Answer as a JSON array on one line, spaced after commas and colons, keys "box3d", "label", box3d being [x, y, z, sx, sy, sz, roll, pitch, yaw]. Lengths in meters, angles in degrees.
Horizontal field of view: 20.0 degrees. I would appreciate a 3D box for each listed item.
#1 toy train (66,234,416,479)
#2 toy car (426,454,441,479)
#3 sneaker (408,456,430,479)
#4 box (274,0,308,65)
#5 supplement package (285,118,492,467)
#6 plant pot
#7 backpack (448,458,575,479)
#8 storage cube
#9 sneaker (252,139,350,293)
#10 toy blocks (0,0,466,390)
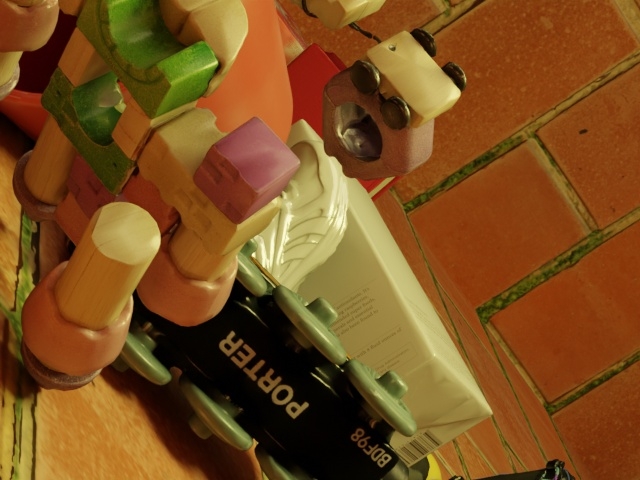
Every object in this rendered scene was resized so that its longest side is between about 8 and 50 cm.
[{"box3d": [-0.059, 0.076, 1.407, 0.334, 0.142, 0.190, 45, 4, -25], "label": "toy train"}, {"box3d": [0.069, 0.221, 1.976, 0.225, 0.053, 0.239, 56, 7, -9], "label": "toy car"}, {"box3d": [0.052, 0.113, 1.889, 0.125, 0.139, 0.341, 92, -22, -51], "label": "sneaker"}, {"box3d": [-0.148, -0.317, 2.476, 0.300, 0.154, 0.142, 53, 9, -35], "label": "box"}, {"box3d": [0.003, 0.069, 1.722, 0.293, 0.177, 0.175, 62, 10, 31], "label": "supplement package"}, {"box3d": [-0.147, -0.159, 1.505, 0.275, 0.275, 0.243, 62, 1, 34], "label": "plant pot"}, {"box3d": [0.226, 0.351, 2.085, 0.173, 0.158, 0.117, -87, 163, -55], "label": "backpack"}, {"box3d": [-0.006, -0.118, 2.351, 0.193, 0.215, 0.183, 51, 8, 4], "label": "storage cube"}, {"box3d": [-0.056, 0.000, 1.591, 0.115, 0.232, 0.090, 38, -25, -33], "label": "sneaker"}, {"box3d": [-0.135, -0.071, 1.201, 0.288, 0.309, 0.260, 51, -36, 11], "label": "toy blocks"}]
